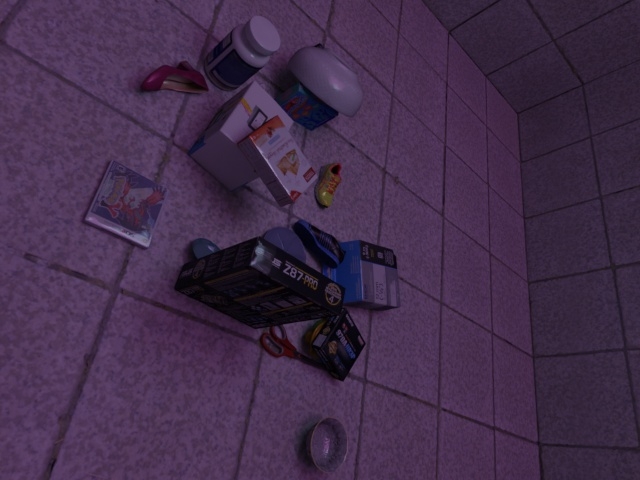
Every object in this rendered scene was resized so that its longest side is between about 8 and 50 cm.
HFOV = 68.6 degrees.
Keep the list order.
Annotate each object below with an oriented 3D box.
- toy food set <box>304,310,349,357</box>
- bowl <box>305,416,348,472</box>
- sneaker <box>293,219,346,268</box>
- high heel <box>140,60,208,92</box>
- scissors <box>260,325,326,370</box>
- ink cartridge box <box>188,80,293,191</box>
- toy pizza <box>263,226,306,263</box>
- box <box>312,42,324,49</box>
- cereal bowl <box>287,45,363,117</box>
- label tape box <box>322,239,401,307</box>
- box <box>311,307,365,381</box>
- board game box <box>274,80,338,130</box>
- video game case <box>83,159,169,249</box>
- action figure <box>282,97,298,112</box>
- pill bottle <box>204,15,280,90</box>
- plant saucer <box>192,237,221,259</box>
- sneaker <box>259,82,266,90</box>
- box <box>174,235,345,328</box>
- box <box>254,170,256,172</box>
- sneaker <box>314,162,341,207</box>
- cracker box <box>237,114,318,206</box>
[{"bbox_3d":[0.013,0.333,1.690,0.218,0.071,0.128,-18,112,-48],"label":"toy food set"},{"bbox_3d":[0.005,0.670,1.545,0.170,0.080,0.170,18,63,-40],"label":"bowl"},{"bbox_3d":[0.000,0.000,1.767,0.232,0.081,0.090,48,48,-10],"label":"sneaker"},{"bbox_3d":[-0.460,-0.494,1.496,0.117,0.082,0.244,48,34,-9],"label":"high heel"},{"bbox_3d":[-0.089,0.395,1.597,0.297,0.021,0.109,50,45,-22],"label":"scissors"},{"bbox_3d":[-0.258,-0.344,1.558,0.197,0.198,0.270,43,49,-27],"label":"ink cartridge box"},{"bbox_3d":[-0.132,0.049,1.665,0.201,0.032,0.201,19,62,-41],"label":"toy pizza"},{"bbox_3d":[-0.007,-0.755,2.068,0.190,0.045,0.184,56,44,-14],"label":"box"},{"bbox_3d":[0.045,-0.647,1.847,0.339,0.141,0.339,35,25,-19],"label":"cereal bowl"},{"bbox_3d":[0.166,0.137,1.875,0.348,0.115,0.249,16,64,-42],"label":"label tape box"},{"bbox_3d":[0.068,0.369,1.667,0.175,0.051,0.220,-53,134,-29],"label":"box"},{"bbox_3d":[-0.057,-0.525,1.852,0.210,0.160,0.047,21,62,-38],"label":"board game box"},{"bbox_3d":[-0.537,-0.100,1.318,0.183,0.023,0.201,31,56,-34],"label":"video game case"},{"bbox_3d":[-0.121,-0.420,1.774,0.091,0.139,0.280,-35,99,-47],"label":"action figure"},{"bbox_3d":[-0.267,-0.639,1.605,0.153,0.265,0.153,17,65,-41],"label":"pill bottle"},{"bbox_3d":[-0.346,0.046,1.435,0.119,0.021,0.119,38,28,-24],"label":"plant saucer"},{"bbox_3d":[-0.227,-0.563,1.780,0.040,0.044,0.109,38,50,-27],"label":"sneaker"},{"bbox_3d":[-0.178,0.139,1.324,0.318,0.395,0.097,32,57,-33],"label":"box"},{"bbox_3d":[-0.154,-0.255,1.468,0.094,0.027,0.136,29,57,-38],"label":"box"},{"bbox_3d":[0.040,-0.231,1.892,0.082,0.094,0.208,26,60,-38],"label":"sneaker"},{"bbox_3d":[-0.124,-0.240,1.422,0.232,0.067,0.155,56,45,-18],"label":"cracker box"}]
